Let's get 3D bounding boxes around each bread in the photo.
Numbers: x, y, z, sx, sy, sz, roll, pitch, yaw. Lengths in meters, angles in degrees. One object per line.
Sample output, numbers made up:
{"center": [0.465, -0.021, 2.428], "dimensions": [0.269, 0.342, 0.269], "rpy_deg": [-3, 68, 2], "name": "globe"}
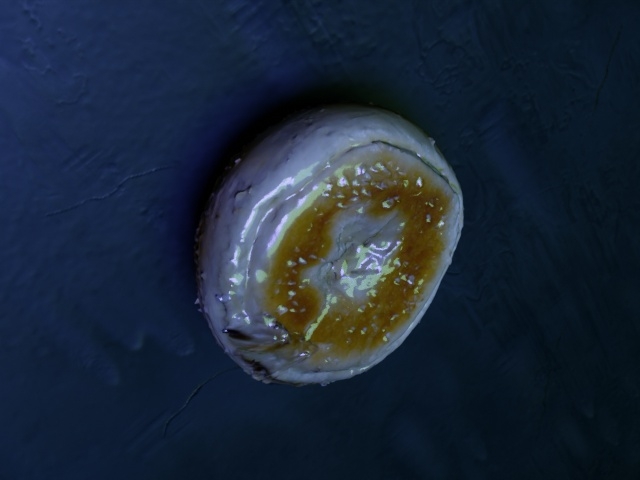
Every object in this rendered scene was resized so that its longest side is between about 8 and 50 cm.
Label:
{"center": [0.000, 0.000, 0.989], "dimensions": [0.306, 0.159, 0.305], "rpy_deg": [-18, 125, -27], "name": "bread"}
